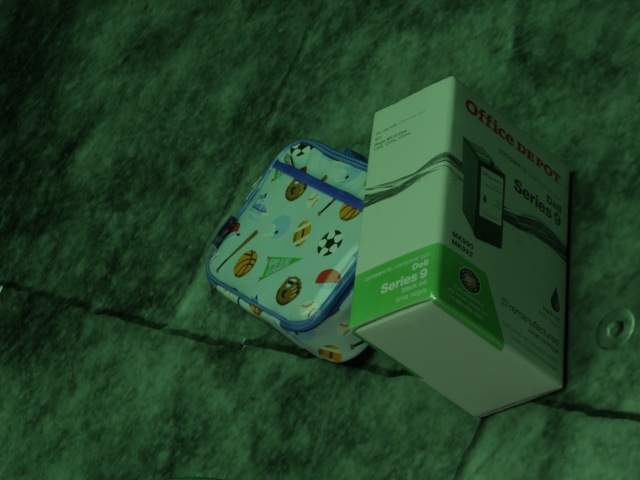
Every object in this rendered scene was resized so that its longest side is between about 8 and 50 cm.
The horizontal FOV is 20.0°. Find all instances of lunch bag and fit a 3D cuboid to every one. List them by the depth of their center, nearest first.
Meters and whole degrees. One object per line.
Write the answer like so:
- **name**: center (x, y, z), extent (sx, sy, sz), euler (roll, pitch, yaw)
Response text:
- **lunch bag**: center (0.000, 0.000, 2.183), extent (0.243, 0.115, 0.303), euler (-55, 35, -4)

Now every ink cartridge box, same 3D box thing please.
- **ink cartridge box**: center (0.152, 0.005, 1.903), extent (0.121, 0.211, 0.289), euler (-25, 45, 37)

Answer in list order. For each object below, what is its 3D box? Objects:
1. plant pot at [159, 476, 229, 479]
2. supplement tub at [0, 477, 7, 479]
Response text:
- **plant pot**: center (-0.086, 0.369, 1.854), extent (0.196, 0.293, 0.293), euler (-18, 45, 15)
- **supplement tub**: center (-0.297, 0.423, 1.985), extent (0.241, 0.331, 0.241), euler (-31, 40, 31)
